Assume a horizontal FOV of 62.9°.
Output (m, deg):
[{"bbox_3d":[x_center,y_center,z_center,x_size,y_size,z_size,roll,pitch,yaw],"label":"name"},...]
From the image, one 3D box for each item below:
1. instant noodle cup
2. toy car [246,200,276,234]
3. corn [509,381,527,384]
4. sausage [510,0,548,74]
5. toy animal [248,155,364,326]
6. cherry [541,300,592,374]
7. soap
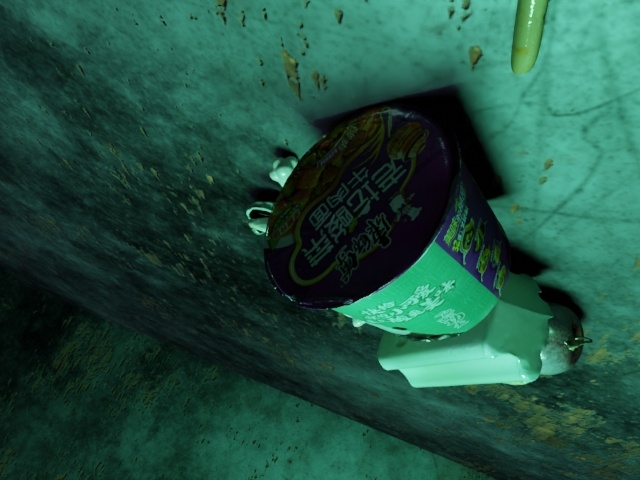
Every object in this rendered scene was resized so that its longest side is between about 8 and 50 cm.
[{"bbox_3d":[0.089,-0.002,0.606,0.251,0.251,0.190,-2,152,44],"label":"instant noodle cup"},{"bbox_3d":[-0.042,-0.005,0.909,0.095,0.056,0.205,-5,138,46],"label":"toy car"},{"bbox_3d":[0.321,0.235,1.014,0.087,0.087,0.211,35,152,-21],"label":"corn"},{"bbox_3d":[0.167,-0.185,0.413,0.024,0.024,0.132,14,152,22],"label":"sausage"},{"bbox_3d":[0.009,0.011,0.792,0.282,0.140,0.138,40,-168,-38],"label":"toy animal"},{"bbox_3d":[0.309,0.138,0.773,0.188,0.115,0.148,7,-149,-48],"label":"cherry"},{"bbox_3d":[0.209,0.127,0.800,0.095,0.172,0.289,31,154,-12],"label":"soap"}]
